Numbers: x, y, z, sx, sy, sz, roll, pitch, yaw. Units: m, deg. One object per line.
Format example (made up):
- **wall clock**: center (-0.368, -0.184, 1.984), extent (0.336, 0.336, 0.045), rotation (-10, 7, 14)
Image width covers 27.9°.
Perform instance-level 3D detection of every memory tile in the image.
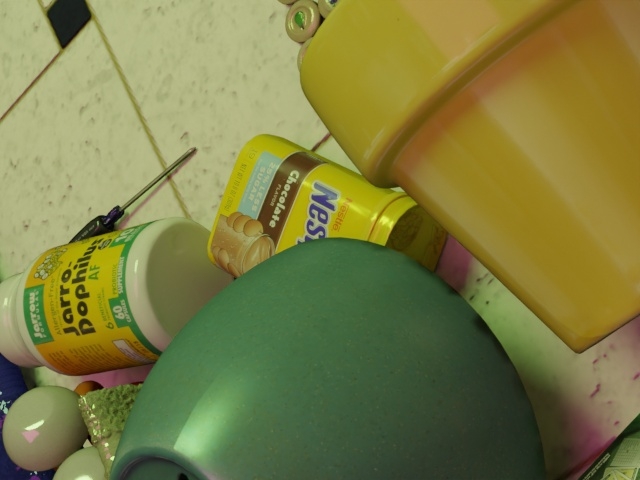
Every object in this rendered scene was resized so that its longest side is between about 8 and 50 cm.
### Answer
- **memory tile**: center (0.027, -0.202, 1.030), extent (0.148, 0.012, 0.113), rotation (-28, 69, 32)

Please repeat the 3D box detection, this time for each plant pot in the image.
- **plant pot**: center (0.154, -0.073, 0.784), extent (0.254, 0.254, 0.239), rotation (-40, 77, 28)
- **plant pot**: center (-0.024, 0.162, 0.861), extent (0.290, 0.195, 0.290), rotation (16, 116, 37)

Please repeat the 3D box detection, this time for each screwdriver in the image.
- **screwdriver**: center (-0.171, -0.037, 1.168), extent (0.170, 0.024, 0.025), rotation (-40, 34, 21)

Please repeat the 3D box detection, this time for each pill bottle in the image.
- **pill bottle**: center (-0.185, 0.054, 1.103), extent (0.208, 0.118, 0.117), rotation (-12, 78, 37)

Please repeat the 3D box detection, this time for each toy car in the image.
- **toy car**: center (-0.164, 0.188, 1.075), extent (0.136, 0.159, 0.182), rotation (-38, 52, -15)

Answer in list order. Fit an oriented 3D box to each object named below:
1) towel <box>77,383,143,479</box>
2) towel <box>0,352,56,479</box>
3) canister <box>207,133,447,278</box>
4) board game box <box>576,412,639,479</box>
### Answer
- **towel**: center (-0.116, 0.158, 1.018), extent (0.027, 0.148, 0.110), rotation (-45, 60, 34)
- **towel**: center (-0.363, 0.172, 1.265), extent (0.228, 0.076, 0.308), rotation (-38, 64, 23)
- **canister**: center (0.000, 0.000, 0.993), extent (0.170, 0.073, 0.126), rotation (28, 103, 38)
- **board game box**: center (0.232, 0.147, 0.761), extent (0.259, 0.030, 0.136), rotation (-49, 37, 8)
